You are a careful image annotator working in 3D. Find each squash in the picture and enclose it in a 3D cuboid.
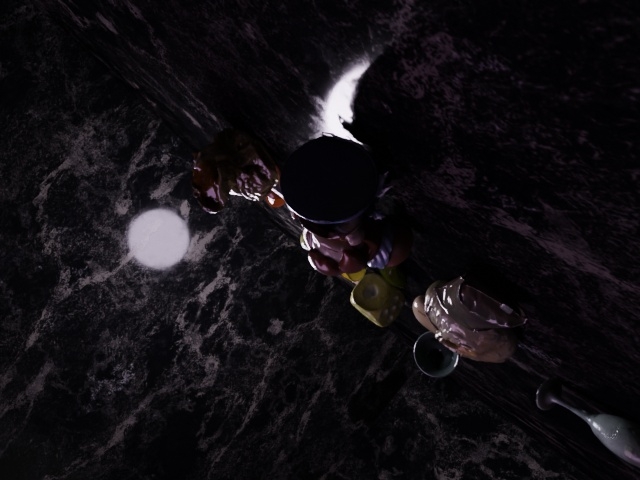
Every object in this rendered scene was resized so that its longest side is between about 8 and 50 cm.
[{"bbox_3d":[0.231,0.090,1.686,0.318,0.080,0.071,57,-160,-64],"label":"squash"}]

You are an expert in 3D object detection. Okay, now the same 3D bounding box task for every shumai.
[{"bbox_3d":[-0.321,-0.208,1.742,0.314,0.262,0.267,15,139,54],"label":"shumai"}]

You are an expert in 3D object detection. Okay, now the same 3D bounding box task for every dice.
[{"bbox_3d":[0.242,0.249,2.214,0.166,0.169,0.169,35,172,37],"label":"dice"}]

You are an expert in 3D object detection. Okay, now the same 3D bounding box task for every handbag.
[{"bbox_3d":[0.355,0.143,1.176,0.182,0.117,0.270,31,171,7],"label":"handbag"}]

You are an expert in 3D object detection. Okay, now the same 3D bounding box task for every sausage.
[{"bbox_3d":[-0.178,-0.181,2.111,0.089,0.089,0.179,39,171,9],"label":"sausage"}]

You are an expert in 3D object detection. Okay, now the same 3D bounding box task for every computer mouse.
[{"bbox_3d":[0.409,0.283,1.902,0.145,0.082,0.236,34,170,38],"label":"computer mouse"}]

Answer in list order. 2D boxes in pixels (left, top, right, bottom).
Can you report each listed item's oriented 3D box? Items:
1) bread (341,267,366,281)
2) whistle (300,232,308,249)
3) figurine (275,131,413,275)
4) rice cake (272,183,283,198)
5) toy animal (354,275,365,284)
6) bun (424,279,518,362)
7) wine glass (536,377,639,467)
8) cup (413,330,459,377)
[{"bbox_3d":[0.114,0.096,2.228,0.094,0.102,0.245,35,173,32],"label":"bread"},{"bbox_3d":[0.000,0.000,2.286,0.223,0.123,0.123,17,159,41],"label":"whistle"},{"bbox_3d":[0.047,-0.063,1.147,0.276,0.248,0.388,40,164,22],"label":"figurine"},{"bbox_3d":[-0.118,-0.178,1.852,0.364,0.073,0.056,39,170,17],"label":"rice cake"},{"bbox_3d":[0.164,0.160,2.513,0.150,0.089,0.083,45,152,-11],"label":"toy animal"},{"bbox_3d":[0.391,0.237,1.424,0.287,0.146,0.287,38,175,4],"label":"bun"},{"bbox_3d":[0.635,0.488,1.325,0.309,0.264,0.097,27,129,62],"label":"wine glass"},{"bbox_3d":[0.525,0.493,2.321,0.199,0.199,0.150,37,-170,23],"label":"cup"}]
